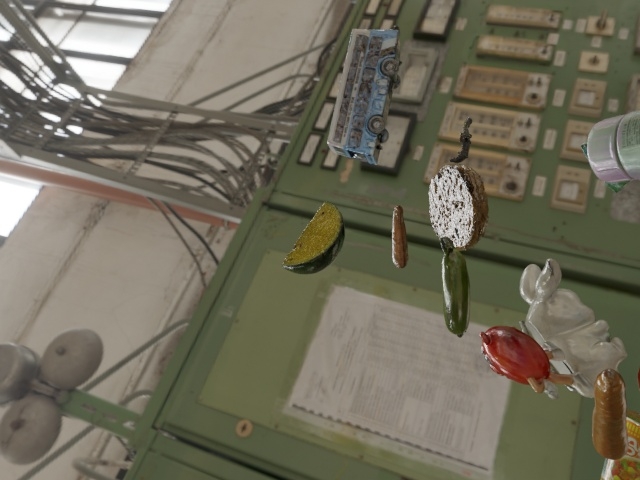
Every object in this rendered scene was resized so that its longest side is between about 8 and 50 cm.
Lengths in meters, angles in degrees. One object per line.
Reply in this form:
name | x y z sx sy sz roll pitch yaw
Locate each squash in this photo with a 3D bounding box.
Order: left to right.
squash | 0.345 0.140 1.419 0.071 0.080 0.318 -23 -61 -19

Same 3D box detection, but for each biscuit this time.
biscuit | 0.431 -0.104 1.723 0.296 0.075 0.295 173 90 -75

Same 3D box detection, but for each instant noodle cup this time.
instant noodle cup | 0.719 0.499 1.245 0.184 0.169 0.168 -71 -17 3

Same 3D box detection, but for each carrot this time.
carrot | 0.218 -0.012 1.518 0.047 0.047 0.191 -47 -42 -57
carrot | 0.351 0.213 0.670 0.247 0.043 0.043 59 -134 -45

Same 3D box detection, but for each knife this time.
knife | 0.410 -0.285 1.562 0.021 0.046 0.222 97 -163 -49

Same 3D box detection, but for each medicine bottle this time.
medicine bottle | 0.606 -0.178 1.029 0.135 0.168 0.135 3 -95 -32

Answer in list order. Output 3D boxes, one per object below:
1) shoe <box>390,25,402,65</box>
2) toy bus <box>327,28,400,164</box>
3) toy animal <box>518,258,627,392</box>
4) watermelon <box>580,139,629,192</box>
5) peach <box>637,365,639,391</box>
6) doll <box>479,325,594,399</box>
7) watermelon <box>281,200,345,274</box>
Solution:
shoe | 0.197 -0.499 1.497 0.062 0.053 0.159 -3 -70 -67
toy bus | 0.109 -0.337 1.292 0.106 0.131 0.297 29 -106 -77
toy animal | 0.578 0.205 1.301 0.154 0.325 0.208 -28 -8 -6
watermelon | 0.754 -0.235 1.344 0.241 0.094 0.154 -41 -74 -30
peach | 0.768 0.312 1.106 0.232 0.233 0.256 -36 -55 -64
doll | 0.387 0.226 1.038 0.085 0.217 0.183 -64 23 22
watermelon | 0.005 -0.002 1.146 0.181 0.092 0.075 -54 0 -26
